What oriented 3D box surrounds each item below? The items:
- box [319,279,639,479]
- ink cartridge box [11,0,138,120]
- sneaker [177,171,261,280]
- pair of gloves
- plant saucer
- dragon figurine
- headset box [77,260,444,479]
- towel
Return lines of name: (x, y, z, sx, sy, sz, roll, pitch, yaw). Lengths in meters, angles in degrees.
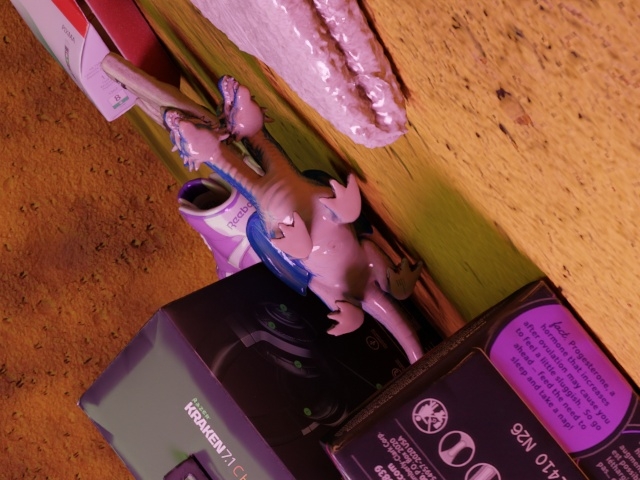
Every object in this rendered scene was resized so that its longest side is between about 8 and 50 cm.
box: (0.103, 0.139, 0.803, 0.165, 0.143, 0.270, 52, 175, 6)
ink cartridge box: (-0.300, -0.254, 1.518, 0.181, 0.056, 0.224, 48, 175, 31)
sneaker: (-0.098, -0.012, 1.589, 0.161, 0.102, 0.282, 41, 164, -8)
pair of gloves: (-0.112, -0.107, 1.370, 0.204, 0.042, 0.240, 37, 176, 8)
plant saucer: (-0.256, -0.279, 1.505, 0.258, 0.048, 0.259, 47, 172, 42)
dragon figurine: (0.000, 0.000, 1.023, 0.289, 0.085, 0.144, 50, 176, -29)
headset box: (-0.011, 0.146, 1.081, 0.246, 0.131, 0.283, 50, -146, 9)
towel: (-0.062, -0.172, 0.650, 0.187, 0.049, 0.282, 46, 172, 48)
